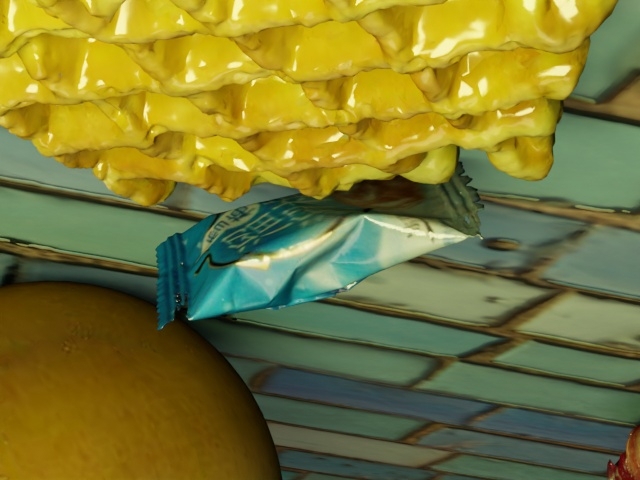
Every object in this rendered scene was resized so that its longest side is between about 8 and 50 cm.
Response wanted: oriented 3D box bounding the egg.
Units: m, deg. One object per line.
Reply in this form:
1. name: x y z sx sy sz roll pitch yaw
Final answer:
1. egg: -0.168 0.168 0.829 0.283 0.282 0.351 13 161 -17

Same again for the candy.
1. candy: 0.000 0.000 0.540 0.136 0.038 0.088 -16 -162 -1

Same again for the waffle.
1. waffle: -0.005 -0.064 0.440 0.219 0.057 0.229 -4 163 27

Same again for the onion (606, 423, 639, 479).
1. onion: 0.283 0.191 0.958 0.150 0.140 0.150 -3 148 -2
